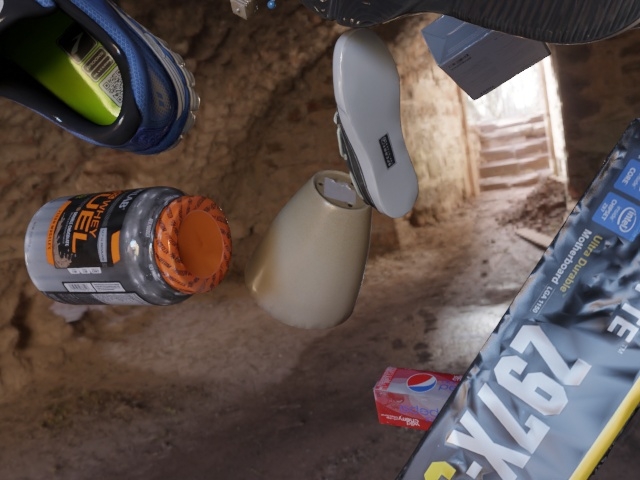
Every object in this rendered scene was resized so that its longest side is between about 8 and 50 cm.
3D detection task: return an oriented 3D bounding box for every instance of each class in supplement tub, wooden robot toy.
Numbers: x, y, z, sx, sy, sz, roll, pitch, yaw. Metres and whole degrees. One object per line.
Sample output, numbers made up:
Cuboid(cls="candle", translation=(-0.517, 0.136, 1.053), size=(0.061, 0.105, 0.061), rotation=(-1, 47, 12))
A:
Cuboid(cls="supplement tub", translation=(-0.339, 0.013, 1.221), size=(0.337, 0.207, 0.207), rotation=(-3, 9, 30))
Cuboid(cls="wooden robot toy", translation=(-0.065, -0.402, 0.999), size=(0.173, 0.076, 0.079), rotation=(-36, -23, -12))

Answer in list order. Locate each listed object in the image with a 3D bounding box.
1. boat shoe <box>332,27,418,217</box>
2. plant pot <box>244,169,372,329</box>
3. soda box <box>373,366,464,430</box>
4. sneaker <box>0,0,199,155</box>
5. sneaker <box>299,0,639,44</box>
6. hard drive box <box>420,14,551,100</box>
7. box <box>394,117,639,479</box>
Cuboid(cls="boat shoe", translation=(0.046, -0.124, 0.756), size=(0.077, 0.219, 0.070), rotation=(-32, 34, -25))
Cuboid(cls="plant pot", translation=(0.000, 0.000, 1.422), size=(0.256, 0.274, 0.257), rotation=(14, 40, -12))
Cuboid(cls="soda box", translation=(0.243, 0.320, 1.356), size=(0.263, 0.092, 0.083), rotation=(3, 29, 28))
Cuboid(cls="sneaker", translation=(-0.244, -0.196, 0.551), size=(0.130, 0.330, 0.147), rotation=(-49, 5, 12))
Cuboid(cls="sneaker", translation=(0.154, -0.270, 0.627), size=(0.257, 0.169, 0.447), rotation=(-14, 34, -39))
Cuboid(cls="hard drive box", translation=(0.325, -0.382, 1.335), size=(0.181, 0.089, 0.232), rotation=(-30, -20, 22))
Cuboid(cls="box", translation=(0.139, 0.110, 0.432), size=(0.079, 0.322, 0.257), rotation=(34, 5, 26))
